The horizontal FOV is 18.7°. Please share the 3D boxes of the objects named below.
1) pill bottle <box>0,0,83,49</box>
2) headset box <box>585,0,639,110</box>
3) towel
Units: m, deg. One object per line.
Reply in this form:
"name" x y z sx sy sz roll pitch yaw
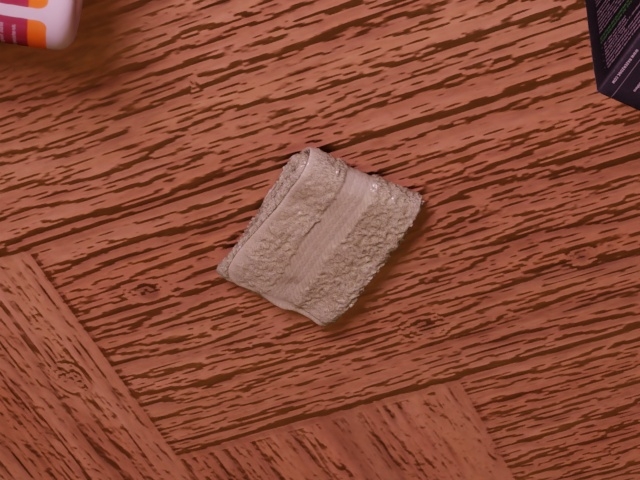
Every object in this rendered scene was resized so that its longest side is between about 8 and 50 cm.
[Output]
"pill bottle" -0.255 -0.192 1.205 0.221 0.121 0.121 8 132 -5
"headset box" 0.347 -0.162 1.195 0.283 0.131 0.246 21 130 -15
"towel" 0.000 0.000 1.429 0.110 0.027 0.148 22 129 -18
